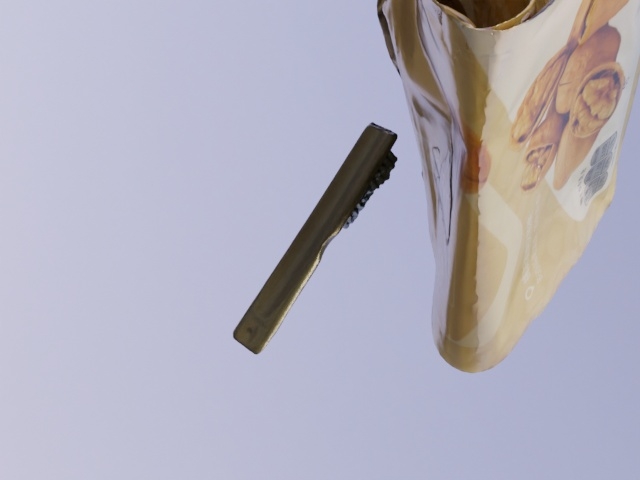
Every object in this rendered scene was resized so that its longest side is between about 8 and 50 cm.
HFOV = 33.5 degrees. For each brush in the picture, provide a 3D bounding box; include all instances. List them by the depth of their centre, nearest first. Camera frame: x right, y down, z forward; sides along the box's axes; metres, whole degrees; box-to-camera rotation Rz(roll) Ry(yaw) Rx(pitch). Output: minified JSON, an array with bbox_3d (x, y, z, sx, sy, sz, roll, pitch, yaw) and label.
[{"bbox_3d":[0.000,0.000,0.779,0.034,0.027,0.190,28,-97,39],"label":"brush"}]

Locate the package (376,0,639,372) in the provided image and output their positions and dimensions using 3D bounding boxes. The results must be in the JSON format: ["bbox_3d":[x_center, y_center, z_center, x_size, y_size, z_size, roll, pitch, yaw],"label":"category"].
[{"bbox_3d":[0.108,-0.096,0.739,0.165,0.221,0.311,27,-32,27],"label":"package"}]
